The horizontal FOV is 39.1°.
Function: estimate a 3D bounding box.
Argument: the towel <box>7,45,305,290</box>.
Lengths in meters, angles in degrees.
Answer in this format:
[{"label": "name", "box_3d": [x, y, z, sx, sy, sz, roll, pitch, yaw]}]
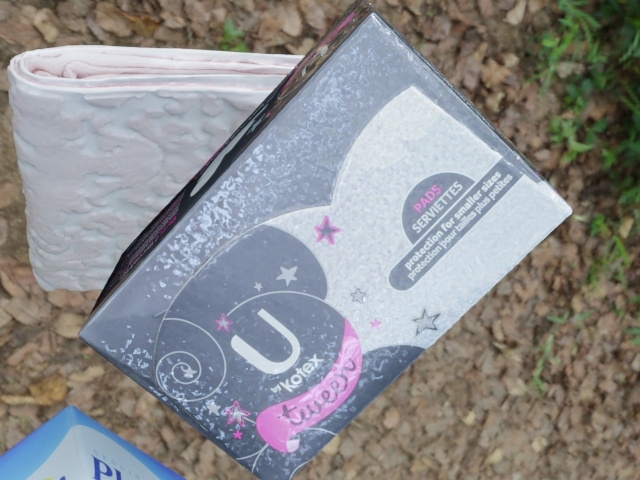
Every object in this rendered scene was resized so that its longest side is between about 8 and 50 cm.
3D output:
[{"label": "towel", "box_3d": [-0.107, -0.045, 0.818, 0.317, 0.053, 0.332, -1, 149, -15]}]

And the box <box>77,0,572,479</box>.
[{"label": "box", "box_3d": [0.000, 0.000, 0.557, 0.163, 0.142, 0.247, 42, 104, -13]}]

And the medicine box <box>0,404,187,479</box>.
[{"label": "medicine box", "box_3d": [-0.195, 0.308, 0.584, 0.263, 0.289, 0.149, -37, 132, 4]}]
